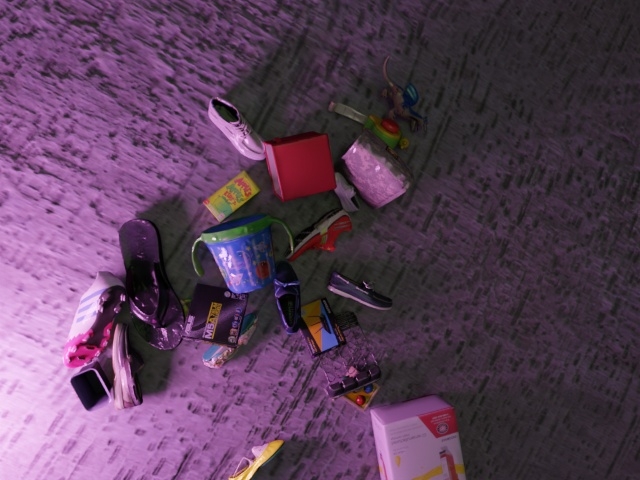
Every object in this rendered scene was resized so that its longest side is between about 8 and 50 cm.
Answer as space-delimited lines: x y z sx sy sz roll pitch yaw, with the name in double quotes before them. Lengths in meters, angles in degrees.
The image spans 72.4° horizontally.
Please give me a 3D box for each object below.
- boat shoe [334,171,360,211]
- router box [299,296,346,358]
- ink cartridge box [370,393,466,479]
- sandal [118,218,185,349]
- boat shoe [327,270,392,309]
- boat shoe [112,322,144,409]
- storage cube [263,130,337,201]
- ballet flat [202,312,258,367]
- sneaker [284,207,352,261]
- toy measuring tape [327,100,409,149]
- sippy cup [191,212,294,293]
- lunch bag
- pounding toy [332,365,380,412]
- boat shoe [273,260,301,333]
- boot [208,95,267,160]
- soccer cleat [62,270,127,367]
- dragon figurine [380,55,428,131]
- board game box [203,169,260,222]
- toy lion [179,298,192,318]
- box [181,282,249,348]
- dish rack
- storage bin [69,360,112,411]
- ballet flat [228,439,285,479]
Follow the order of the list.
"boat shoe" 0.096 -0.169 1.555 0.184 0.063 0.066 67 34 -41
"router box" -0.004 0.306 1.540 0.133 0.046 0.179 -21 61 -11
"ink cartridge box" 0.361 0.797 1.587 0.278 0.160 0.386 -10 91 -12
"sandal" -0.571 0.149 1.424 0.167 0.107 0.447 -17 90 1
"boat shoe" 0.152 0.181 1.596 0.254 0.095 0.079 21 96 -2
"boat shoe" -0.625 0.407 1.428 0.092 0.103 0.286 -1 93 -17
"storage cube" -0.072 -0.257 1.492 0.192 0.183 0.215 -16 109 -12
"ballet flat" -0.300 0.349 1.513 0.241 0.091 0.077 -40 127 -6
"sneaker" 0.000 0.000 1.564 0.278 0.107 0.118 -36 105 -8
"toy measuring tape" 0.179 -0.410 1.597 0.329 0.121 0.122 22 84 -11
"sippy cup" -0.252 0.047 1.459 0.240 0.305 0.224 -29 109 -51
"lunch bag" 0.187 -0.250 1.512 0.235 0.287 0.169 42 82 -7
"pounding toy" 0.122 0.539 1.574 0.141 0.100 0.130 36 82 -9
"boat shoe" -0.105 0.187 1.513 0.108 0.089 0.259 -15 72 -7
"boot" -0.282 -0.381 1.500 0.258 0.123 0.095 39 82 -8
"soccer cleat" -0.735 0.251 1.413 0.143 0.116 0.332 38 99 35
"dragon figurine" 0.306 -0.533 1.632 0.143 0.085 0.290 -22 91 -43
"board game box" -0.309 -0.153 1.530 0.181 0.043 0.092 -40 96 -10
"toy lion" -0.439 0.251 1.503 0.095 0.034 0.100 -1 88 -19
"box" -0.349 0.251 1.466 0.183 0.045 0.191 13 64 -4
"dish rack" 0.079 0.394 1.556 0.208 0.074 0.272 -18 61 -11
"storage bin" -0.730 0.461 1.397 0.098 0.091 0.135 -23 105 -11
"ballet flat" -0.226 0.765 1.516 0.077 0.077 0.231 43 83 9
